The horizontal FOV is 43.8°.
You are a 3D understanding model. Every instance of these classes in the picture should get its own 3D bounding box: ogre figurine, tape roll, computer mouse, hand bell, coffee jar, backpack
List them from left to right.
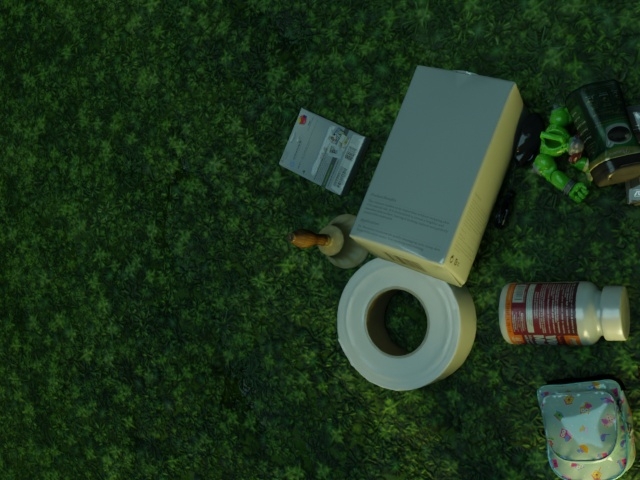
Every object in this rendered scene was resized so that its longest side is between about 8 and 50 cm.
[{"bbox_3d":[0.000,0.000,1.705,0.126,0.242,0.126,-1,89,30],"label":"hand bell"},{"bbox_3d":[0.178,0.170,1.678,0.286,0.100,0.286,-1,89,30],"label":"tape roll"},{"bbox_3d":[0.398,-0.135,1.579,0.041,0.071,0.242,19,99,19],"label":"computer mouse"},{"bbox_3d":[0.480,-0.183,1.517,0.118,0.097,0.197,20,110,18],"label":"ogre figurine"},{"bbox_3d":[0.491,0.352,1.466,0.166,0.144,0.188,-11,86,24],"label":"backpack"},{"bbox_3d":[0.515,-0.191,1.432,0.096,0.079,0.184,-12,75,-9],"label":"coffee jar"}]

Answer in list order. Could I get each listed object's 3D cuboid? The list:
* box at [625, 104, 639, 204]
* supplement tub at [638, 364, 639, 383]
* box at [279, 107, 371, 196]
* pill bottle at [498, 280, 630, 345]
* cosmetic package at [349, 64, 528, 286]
[{"bbox_3d":[0.664,-0.166,1.428,0.231,0.056,0.183,-8,83,30],"label":"box"},{"bbox_3d":[0.629,0.313,1.405,0.106,0.106,0.198,-10,83,30],"label":"supplement tub"},{"bbox_3d":[0.008,-0.203,1.825,0.186,0.038,0.145,28,102,27],"label":"box"},{"bbox_3d":[0.459,0.137,1.501,0.221,0.121,0.121,-3,87,31],"label":"pill bottle"},{"bbox_3d":[0.238,-0.133,1.568,0.217,0.156,0.385,20,81,30],"label":"cosmetic package"}]
